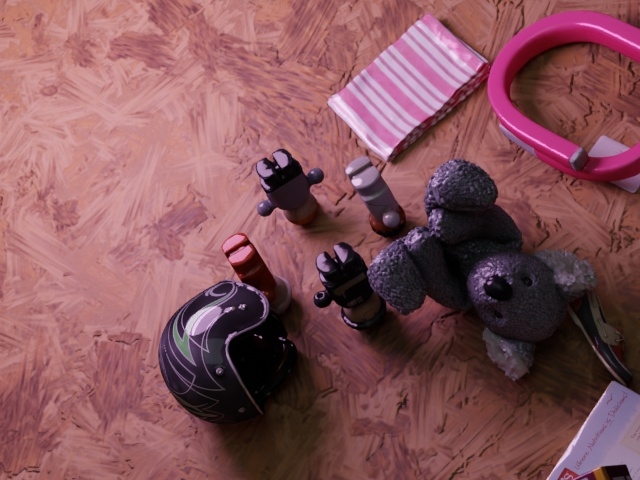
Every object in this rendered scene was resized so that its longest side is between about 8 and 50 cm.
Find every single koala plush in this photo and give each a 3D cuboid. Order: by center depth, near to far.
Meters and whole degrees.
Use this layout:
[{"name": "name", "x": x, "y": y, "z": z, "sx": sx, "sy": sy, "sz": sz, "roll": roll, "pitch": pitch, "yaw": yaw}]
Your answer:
[{"name": "koala plush", "x": 0.209, "y": 0.041, "z": 1.830, "sx": 0.221, "sy": 0.203, "sz": 0.196, "roll": 36, "pitch": 95, "yaw": 18}]

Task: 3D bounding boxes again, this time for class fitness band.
[{"name": "fitness band", "x": 0.344, "y": -0.191, "z": 1.947, "sx": 0.209, "sy": 0.054, "sz": 0.291, "roll": -48, "pitch": 48, "yaw": -5}]

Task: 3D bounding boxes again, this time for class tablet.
[{"name": "tablet", "x": 0.379, "y": -0.098, "z": 1.930, "sx": 0.083, "sy": 0.006, "sz": 0.054, "roll": 30, "pitch": 77, "yaw": 32}]

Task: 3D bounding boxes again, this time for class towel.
[{"name": "towel", "x": 0.119, "y": -0.213, "z": 2.079, "sx": 0.197, "sy": 0.029, "sz": 0.144, "roll": -41, "pitch": 56, "yaw": -4}]

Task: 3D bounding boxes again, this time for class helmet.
[{"name": "helmet", "x": -0.123, "y": 0.147, "z": 1.900, "sx": 0.169, "sy": 0.169, "sz": 0.161, "roll": 25, "pitch": 65, "yaw": 30}]

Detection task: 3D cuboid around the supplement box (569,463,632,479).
[{"name": "supplement box", "x": 0.262, "y": 0.329, "z": 1.656, "sx": 0.188, "sy": 0.081, "sz": 0.104, "roll": -31, "pitch": 69, "yaw": 25}]

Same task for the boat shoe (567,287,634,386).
[{"name": "boat shoe", "x": 0.339, "y": 0.114, "z": 1.806, "sx": 0.043, "sy": 0.049, "sz": 0.137, "roll": -33, "pitch": 50, "yaw": 6}]

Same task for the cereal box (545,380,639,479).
[{"name": "cereal box", "x": 0.383, "y": 0.287, "z": 1.694, "sx": 0.240, "sy": 0.047, "sz": 0.173, "roll": 30, "pitch": 79, "yaw": 32}]

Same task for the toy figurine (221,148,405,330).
[{"name": "toy figurine", "x": 0.000, "y": 0.000, "z": 1.948, "sx": 0.213, "sy": 0.148, "sz": 0.209, "roll": 4, "pitch": 59, "yaw": 25}]
